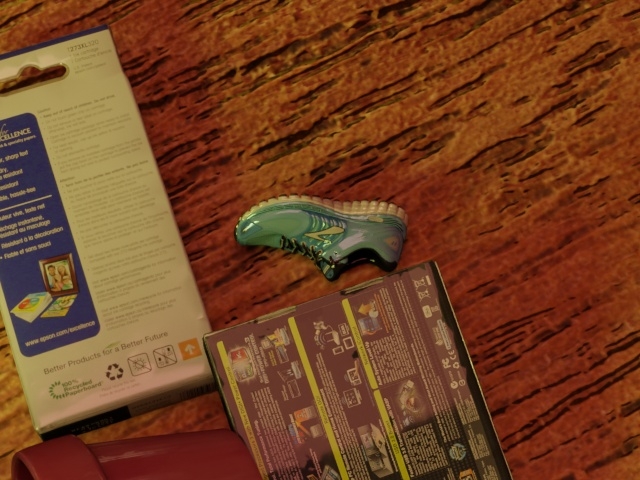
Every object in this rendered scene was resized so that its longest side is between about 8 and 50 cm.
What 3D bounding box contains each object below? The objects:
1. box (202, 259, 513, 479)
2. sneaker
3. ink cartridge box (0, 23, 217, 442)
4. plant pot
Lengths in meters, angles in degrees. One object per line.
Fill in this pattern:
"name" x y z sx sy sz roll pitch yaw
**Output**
"box" 0.040 0.176 1.525 0.216 0.060 0.270 -19 84 -6
"sneaker" 0.000 0.000 1.627 0.162 0.063 0.073 2 72 1
"ink cartridge box" -0.224 -0.011 1.630 0.176 0.069 0.370 -17 72 -7
"plant pot" -0.142 0.244 1.470 0.180 0.201 0.201 -17 69 -21
